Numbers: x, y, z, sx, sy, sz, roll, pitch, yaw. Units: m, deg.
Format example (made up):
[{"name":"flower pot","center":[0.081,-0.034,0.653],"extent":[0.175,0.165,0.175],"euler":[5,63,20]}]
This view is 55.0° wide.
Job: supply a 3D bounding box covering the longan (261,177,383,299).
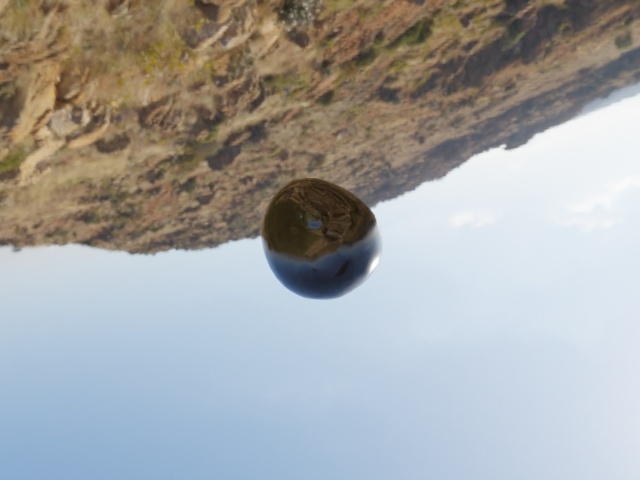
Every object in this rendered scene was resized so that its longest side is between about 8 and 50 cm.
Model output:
[{"name":"longan","center":[0.000,0.000,0.871],"extent":[0.189,0.189,0.189],"euler":[-12,-174,1]}]
